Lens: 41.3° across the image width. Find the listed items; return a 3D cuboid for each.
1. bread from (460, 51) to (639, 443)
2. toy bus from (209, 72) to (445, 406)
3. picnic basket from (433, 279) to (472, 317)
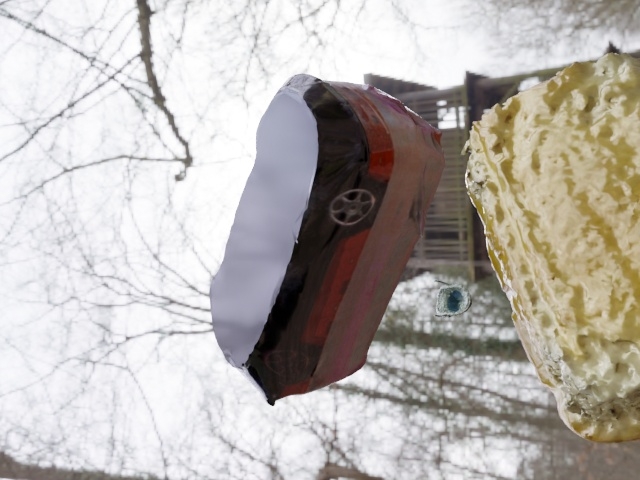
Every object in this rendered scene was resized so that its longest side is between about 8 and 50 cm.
[{"bbox_3d":[0.195,0.001,0.556,0.121,0.174,0.246,26,-140,-58],"label":"bread"},{"bbox_3d":[0.000,0.000,0.760,0.147,0.127,0.303,-6,-49,-36],"label":"toy bus"},{"bbox_3d":[0.234,0.110,1.529,0.083,0.083,0.065,17,-105,-37],"label":"picnic basket"}]
